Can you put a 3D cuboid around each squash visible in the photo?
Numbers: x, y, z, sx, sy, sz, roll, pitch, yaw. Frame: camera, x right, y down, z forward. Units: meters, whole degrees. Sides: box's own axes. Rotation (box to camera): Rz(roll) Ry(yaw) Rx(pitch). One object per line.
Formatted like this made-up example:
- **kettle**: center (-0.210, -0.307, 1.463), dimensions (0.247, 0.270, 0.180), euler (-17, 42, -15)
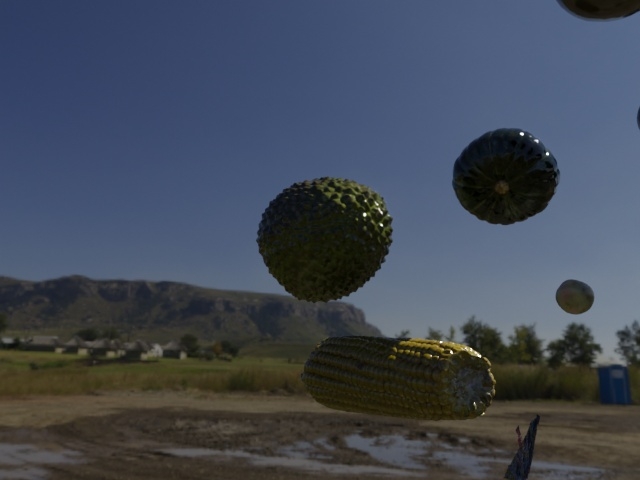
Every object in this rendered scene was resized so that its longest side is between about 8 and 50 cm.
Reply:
- **squash**: center (0.391, -0.134, 1.180), dimensions (0.218, 0.218, 0.172), euler (-5, 7, 28)

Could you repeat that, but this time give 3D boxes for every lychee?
- **lychee**: center (0.004, -0.004, 1.128), dimensions (0.270, 0.269, 0.320), euler (9, -44, -31)

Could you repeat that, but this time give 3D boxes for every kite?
- **kite**: center (0.457, 0.494, 1.274), dimensions (0.009, 0.232, 0.189), euler (17, 27, 7)

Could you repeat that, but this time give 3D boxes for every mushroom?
- **mushroom**: center (0.593, 0.130, 1.297), dimensions (0.084, 0.083, 0.067), euler (-7, 20, 35)

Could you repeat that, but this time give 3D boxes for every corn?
- **corn**: center (0.109, 0.231, 0.955), dimensions (0.144, 0.143, 0.387), euler (10, -16, -36)

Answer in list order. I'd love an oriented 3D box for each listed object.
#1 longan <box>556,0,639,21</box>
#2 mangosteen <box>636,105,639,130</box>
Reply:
- **longan**: center (0.470, -0.454, 0.895), dimensions (0.198, 0.198, 0.212), euler (4, -17, -10)
- **mangosteen**: center (0.989, -0.345, 1.534), dimensions (0.210, 0.209, 0.210), euler (2, -12, 0)
